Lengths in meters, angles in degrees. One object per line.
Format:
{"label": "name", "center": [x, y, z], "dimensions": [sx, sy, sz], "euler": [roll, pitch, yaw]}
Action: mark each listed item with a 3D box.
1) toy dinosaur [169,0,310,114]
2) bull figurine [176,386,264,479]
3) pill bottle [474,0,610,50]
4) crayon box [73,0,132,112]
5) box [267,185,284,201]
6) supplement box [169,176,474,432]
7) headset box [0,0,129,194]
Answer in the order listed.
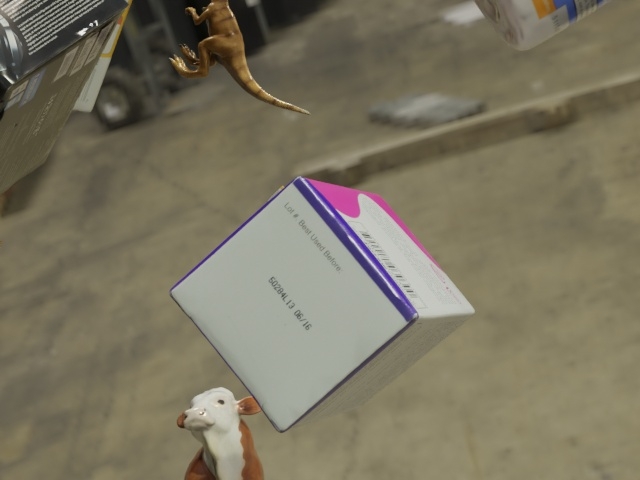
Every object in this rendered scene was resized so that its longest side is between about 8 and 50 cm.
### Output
{"label": "toy dinosaur", "center": [-0.108, -0.217, 2.048], "dimensions": [0.112, 0.211, 0.064], "euler": [-26, -12, 22]}
{"label": "bull figurine", "center": [-0.113, 0.301, 1.968], "dimensions": [0.101, 0.310, 0.188], "euler": [4, 53, -1]}
{"label": "pill bottle", "center": [0.222, -0.269, 1.309], "dimensions": [0.272, 0.152, 0.152], "euler": [-31, 19, 0]}
{"label": "crayon box", "center": [-0.277, -0.296, 1.827], "dimensions": [0.203, 0.323, 0.083], "euler": [1, 29, -48]}
{"label": "box", "center": [0.000, 0.000, 1.920], "dimensions": [0.028, 0.136, 0.081], "euler": [-42, 6, -1]}
{"label": "supplement box", "center": [0.009, 0.039, 1.142], "dimensions": [0.114, 0.111, 0.220], "euler": [-41, -11, 11]}
{"label": "headset box", "center": [-0.318, -0.186, 1.374], "dimensions": [0.131, 0.283, 0.246], "euler": [-41, -4, -36]}
